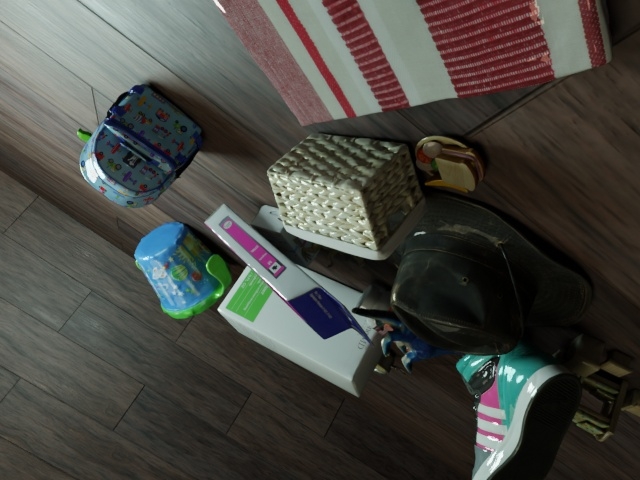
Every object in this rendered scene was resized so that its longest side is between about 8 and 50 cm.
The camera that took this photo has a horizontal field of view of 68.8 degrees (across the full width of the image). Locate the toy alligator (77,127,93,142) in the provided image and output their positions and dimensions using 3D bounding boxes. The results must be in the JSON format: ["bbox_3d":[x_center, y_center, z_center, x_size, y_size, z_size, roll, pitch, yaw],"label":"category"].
[{"bbox_3d":[-0.481,-0.197,1.096,0.051,0.056,0.189,-21,137,13],"label":"toy alligator"}]

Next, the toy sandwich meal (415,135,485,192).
[{"bbox_3d":[0.141,-0.082,0.520,0.086,0.029,0.085,27,158,12],"label":"toy sandwich meal"}]

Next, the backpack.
[{"bbox_3d":[-0.306,-0.149,0.786,0.158,0.173,0.117,41,157,-20],"label":"backpack"}]

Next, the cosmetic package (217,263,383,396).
[{"bbox_3d":[-0.029,0.190,1.117,0.366,0.197,0.155,20,155,24],"label":"cosmetic package"}]

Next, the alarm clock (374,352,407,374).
[{"bbox_3d":[0.168,0.342,1.358,0.192,0.064,0.129,23,157,30],"label":"alarm clock"}]

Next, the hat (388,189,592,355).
[{"bbox_3d":[0.191,0.083,0.672,0.331,0.134,0.331,27,159,11],"label":"hat"}]

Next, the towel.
[{"bbox_3d":[0.035,-0.211,0.380,0.329,0.037,0.237,5,144,46],"label":"towel"}]

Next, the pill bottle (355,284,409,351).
[{"bbox_3d":[0.149,0.157,0.949,0.152,0.086,0.086,32,159,-2],"label":"pill bottle"}]

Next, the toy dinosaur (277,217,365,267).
[{"bbox_3d":[0.000,0.000,0.886,0.183,0.053,0.092,26,144,-5],"label":"toy dinosaur"}]

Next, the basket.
[{"bbox_3d":[0.031,-0.062,0.585,0.167,0.113,0.103,18,141,39],"label":"basket"}]

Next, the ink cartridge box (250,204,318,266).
[{"bbox_3d":[-0.070,-0.008,0.936,0.089,0.052,0.122,15,152,39],"label":"ink cartridge box"}]

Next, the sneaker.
[{"bbox_3d":[0.285,0.275,0.763,0.124,0.295,0.178,7,-156,-15],"label":"sneaker"}]

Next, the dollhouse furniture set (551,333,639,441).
[{"bbox_3d":[0.449,0.247,0.714,0.182,0.101,0.161,25,158,18],"label":"dollhouse furniture set"}]

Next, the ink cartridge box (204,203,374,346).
[{"bbox_3d":[-0.066,0.075,0.882,0.371,0.069,0.175,35,166,38],"label":"ink cartridge box"}]

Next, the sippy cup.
[{"bbox_3d":[-0.419,0.074,1.391,0.240,0.306,0.224,-103,-12,-54],"label":"sippy cup"}]

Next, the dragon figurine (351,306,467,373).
[{"bbox_3d":[0.177,0.149,0.824,0.144,0.085,0.289,-35,122,19],"label":"dragon figurine"}]
